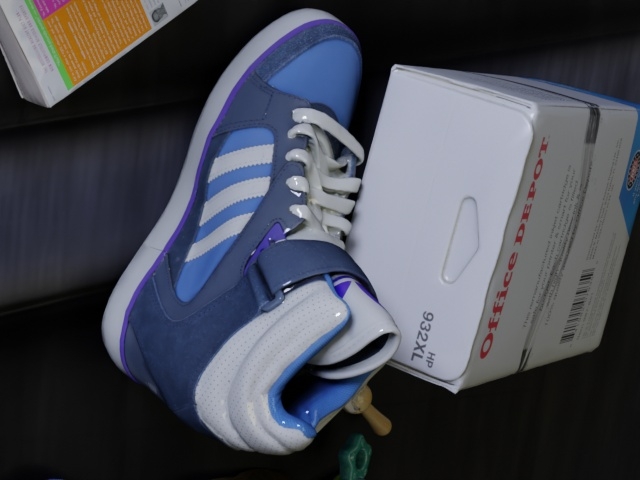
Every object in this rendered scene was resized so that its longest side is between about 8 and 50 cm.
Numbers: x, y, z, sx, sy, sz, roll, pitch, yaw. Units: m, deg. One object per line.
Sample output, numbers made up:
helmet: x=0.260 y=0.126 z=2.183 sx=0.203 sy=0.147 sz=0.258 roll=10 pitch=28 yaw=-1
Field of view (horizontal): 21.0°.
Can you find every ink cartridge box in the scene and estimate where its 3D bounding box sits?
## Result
ink cartridge box: x=0.148 y=-0.017 z=1.407 sx=0.307 sy=0.129 sz=0.223 roll=-5 pitch=112 yaw=-62

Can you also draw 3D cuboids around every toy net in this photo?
toy net: x=0.016 y=0.168 z=1.459 sx=0.122 sy=0.045 sz=0.232 roll=-27 pitch=120 yaw=-54

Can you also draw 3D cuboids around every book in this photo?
book: x=-0.154 y=-0.169 z=1.164 sx=0.144 sy=0.035 sz=0.096 roll=-39 pitch=128 yaw=-28

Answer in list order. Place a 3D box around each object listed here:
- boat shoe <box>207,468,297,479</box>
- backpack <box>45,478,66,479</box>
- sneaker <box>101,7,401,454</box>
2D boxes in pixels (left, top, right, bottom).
boat shoe: x=-0.060 y=0.220 z=1.419 sx=0.135 sy=0.050 sz=0.045 roll=5 pitch=119 yaw=-48
backpack: x=-0.193 y=0.270 z=1.253 sx=0.173 sy=0.117 sz=0.158 roll=-53 pitch=137 yaw=-19
sneaker: x=0.000 y=0.000 z=1.239 sx=0.130 sy=0.236 sz=0.323 roll=38 pitch=79 yaw=-47
